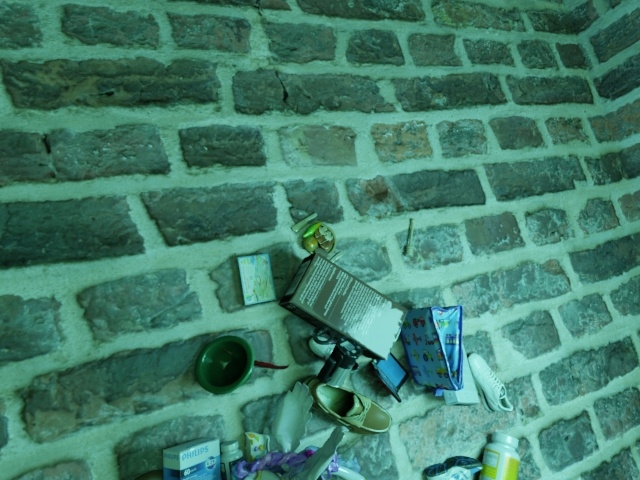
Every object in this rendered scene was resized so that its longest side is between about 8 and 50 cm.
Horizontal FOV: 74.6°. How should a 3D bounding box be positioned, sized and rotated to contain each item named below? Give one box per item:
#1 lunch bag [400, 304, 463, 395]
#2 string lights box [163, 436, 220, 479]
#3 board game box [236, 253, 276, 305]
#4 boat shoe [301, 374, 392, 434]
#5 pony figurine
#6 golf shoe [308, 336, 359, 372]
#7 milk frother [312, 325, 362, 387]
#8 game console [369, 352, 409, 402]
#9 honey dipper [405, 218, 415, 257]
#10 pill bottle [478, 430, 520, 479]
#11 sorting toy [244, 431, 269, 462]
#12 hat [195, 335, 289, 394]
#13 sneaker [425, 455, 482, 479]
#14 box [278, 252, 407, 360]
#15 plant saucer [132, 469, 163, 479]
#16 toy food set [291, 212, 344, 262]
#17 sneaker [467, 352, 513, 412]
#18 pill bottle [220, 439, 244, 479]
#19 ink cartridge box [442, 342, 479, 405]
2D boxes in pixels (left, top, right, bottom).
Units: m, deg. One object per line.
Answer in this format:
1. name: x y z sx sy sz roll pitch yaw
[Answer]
1. lunch bag: 0.380 0.378 1.432 0.138 0.221 0.292 2 76 -23
2. string lights box: -0.334 0.674 1.104 0.133 0.077 0.259 12 68 -54
3. board game box: -0.208 0.125 1.357 0.104 0.026 0.153 -7 79 -24
4. boat shoe: 0.090 0.531 1.326 0.324 0.120 0.122 27 68 -14
5. pony figurine: -0.047 0.635 1.174 0.363 0.303 0.351 43 80 -25
6. golf shoe: 0.047 0.367 1.371 0.186 0.086 0.067 33 67 -11
7. milk frother: 0.030 0.352 1.287 0.129 0.134 0.143 6 31 -37
8. game console: 0.245 0.456 1.435 0.085 0.124 0.144 -41 94 0
9. honey dipper: 0.350 -0.013 1.630 0.031 0.030 0.160 17 68 -18
10. pill bottle: 0.638 0.800 1.492 0.118 0.118 0.208 28 68 -15
11. sorting toy: -0.183 0.609 1.241 0.075 0.045 0.083 9 72 -41
12. hat: -0.244 0.403 1.273 0.209 0.183 0.172 8 59 23
13. sneaker: 0.460 0.804 1.445 0.212 0.080 0.081 -7 86 -15
14. box: 0.078 0.221 1.391 0.382 0.143 0.191 33 69 -11
15. plant saucer: -0.437 0.715 1.103 0.199 0.036 0.198 6 74 -22
16. toy food set: 0.000 0.000 1.470 0.132 0.038 0.192 -37 92 -26
17. sneaker: 0.636 0.530 1.574 0.090 0.095 0.234 -26 86 -25
18. pill bottle: -0.249 0.634 1.186 0.067 0.067 0.120 -7 80 -24
19. ink cartridge box: 0.485 0.472 1.516 0.189 0.066 0.232 24 44 -45
